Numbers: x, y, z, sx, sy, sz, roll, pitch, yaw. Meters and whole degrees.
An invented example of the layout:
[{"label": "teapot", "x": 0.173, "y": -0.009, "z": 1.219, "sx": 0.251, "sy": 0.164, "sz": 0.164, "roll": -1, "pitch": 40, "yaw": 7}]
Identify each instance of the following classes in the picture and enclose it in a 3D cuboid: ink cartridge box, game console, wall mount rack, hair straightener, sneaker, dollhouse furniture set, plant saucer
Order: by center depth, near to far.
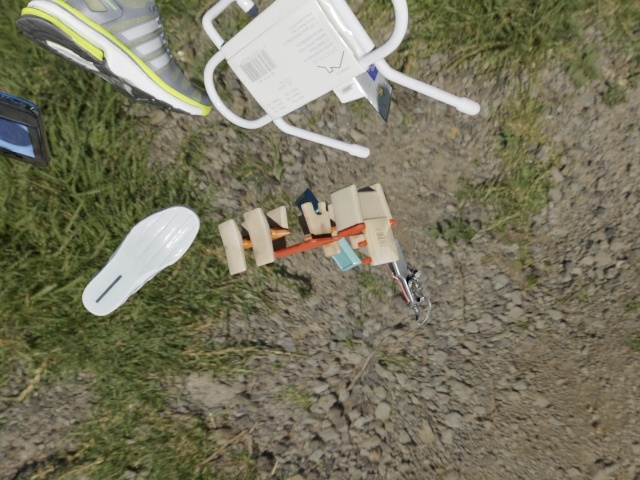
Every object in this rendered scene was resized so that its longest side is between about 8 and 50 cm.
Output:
[{"label": "wall mount rack", "x": 0.019, "y": -0.218, "z": 0.741, "sx": 0.304, "sy": 0.350, "sz": 0.130, "roll": 50, "pitch": 54, "yaw": -21}, {"label": "sneaker", "x": -0.232, "y": -0.253, "z": 0.760, "sx": 0.111, "sy": 0.300, "sz": 0.121, "roll": 19, "pitch": 87, "yaw": 26}, {"label": "game console", "x": -0.634, "y": -0.151, "z": 1.019, "sx": 0.250, "sy": 0.293, "sz": 0.173, "roll": 17, "pitch": 74, "yaw": -17}, {"label": "dollhouse furniture set", "x": 0.000, "y": 0.000, "z": 1.027, "sx": 0.259, "sy": 0.262, "sz": 0.135, "roll": -18, "pitch": 84, "yaw": 42}, {"label": "sneaker", "x": -0.318, "y": 0.024, "z": 1.037, "sx": 0.258, "sy": 0.091, "sz": 0.094, "roll": -39, "pitch": 105, "yaw": 7}, {"label": "plant saucer", "x": 0.012, "y": -0.019, "z": 1.230, "sx": 0.018, "sy": 0.067, "sz": 0.192, "roll": -34, "pitch": 90, "yaw": -31}, {"label": "ink cartridge box", "x": 0.050, "y": -0.417, "z": 1.314, "sx": 0.072, "sy": 0.304, "sz": 0.307, "roll": -28, "pitch": 109, "yaw": 22}, {"label": "hair straightener", "x": 0.214, "y": 0.100, "z": 1.447, "sx": 0.047, "sy": 0.089, "sz": 0.231, "roll": -21, "pitch": 91, "yaw": -24}]
